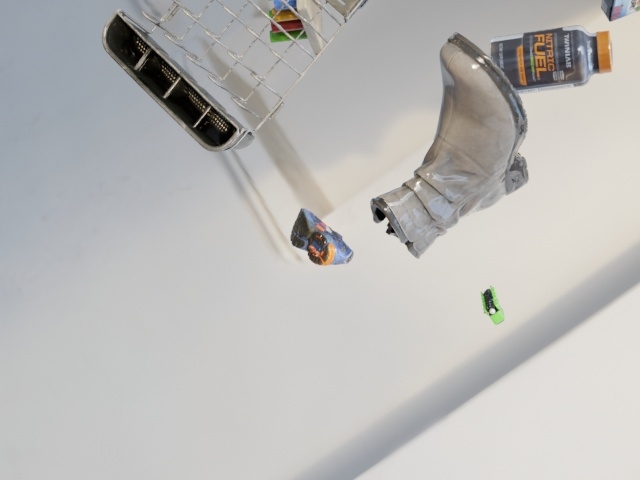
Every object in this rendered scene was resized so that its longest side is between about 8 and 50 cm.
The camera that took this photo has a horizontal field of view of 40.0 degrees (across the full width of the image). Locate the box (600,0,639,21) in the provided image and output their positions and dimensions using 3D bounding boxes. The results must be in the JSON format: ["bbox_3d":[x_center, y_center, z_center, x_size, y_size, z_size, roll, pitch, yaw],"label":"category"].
[{"bbox_3d":[0.638,-0.536,1.698,0.233,0.159,0.044,65,5,-65],"label":"box"}]

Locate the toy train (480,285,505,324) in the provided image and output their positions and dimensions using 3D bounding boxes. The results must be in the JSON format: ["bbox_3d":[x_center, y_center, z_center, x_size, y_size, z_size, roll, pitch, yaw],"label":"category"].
[{"bbox_3d":[0.178,0.067,0.904,0.023,0.017,0.083,55,13,-4],"label":"toy train"}]

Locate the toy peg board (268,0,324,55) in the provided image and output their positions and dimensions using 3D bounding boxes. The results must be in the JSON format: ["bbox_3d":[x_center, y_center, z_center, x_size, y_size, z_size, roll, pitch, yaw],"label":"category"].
[{"bbox_3d":[-0.049,-0.376,1.305,0.160,0.079,0.161,51,34,-75],"label":"toy peg board"}]

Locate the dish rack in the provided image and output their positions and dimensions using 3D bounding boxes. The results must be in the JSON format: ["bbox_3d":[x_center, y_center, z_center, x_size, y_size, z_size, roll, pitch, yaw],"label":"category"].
[{"bbox_3d":[-0.078,-0.247,0.934,0.208,0.271,0.074,44,10,16],"label":"dish rack"}]

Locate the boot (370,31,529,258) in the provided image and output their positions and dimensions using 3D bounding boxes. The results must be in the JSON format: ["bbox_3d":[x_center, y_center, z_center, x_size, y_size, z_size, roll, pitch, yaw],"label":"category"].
[{"bbox_3d":[0.163,-0.104,1.192,0.118,0.223,0.338,52,-4,38],"label":"boot"}]

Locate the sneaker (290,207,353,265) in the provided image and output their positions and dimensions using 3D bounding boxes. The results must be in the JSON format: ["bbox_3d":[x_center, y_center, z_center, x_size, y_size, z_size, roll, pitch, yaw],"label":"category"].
[{"bbox_3d":[0.000,0.000,1.913,0.087,0.083,0.221,15,21,-30],"label":"sneaker"}]

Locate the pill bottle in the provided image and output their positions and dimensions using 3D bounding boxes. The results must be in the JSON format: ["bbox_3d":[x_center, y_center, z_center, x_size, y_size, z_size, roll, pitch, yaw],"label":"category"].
[{"bbox_3d":[0.487,-0.382,1.855,0.130,0.246,0.130,-5,90,-70],"label":"pill bottle"}]
